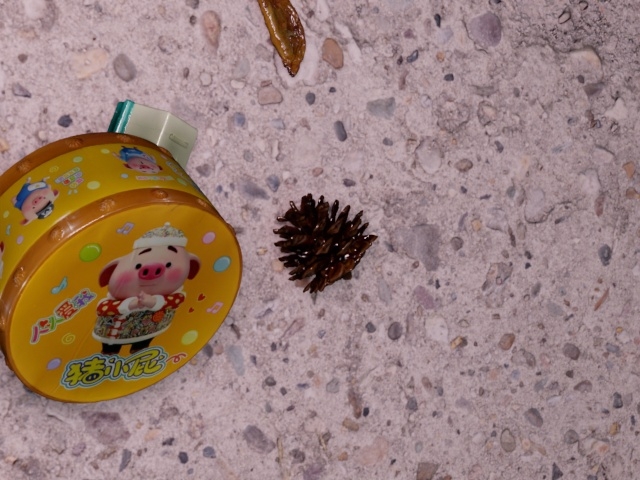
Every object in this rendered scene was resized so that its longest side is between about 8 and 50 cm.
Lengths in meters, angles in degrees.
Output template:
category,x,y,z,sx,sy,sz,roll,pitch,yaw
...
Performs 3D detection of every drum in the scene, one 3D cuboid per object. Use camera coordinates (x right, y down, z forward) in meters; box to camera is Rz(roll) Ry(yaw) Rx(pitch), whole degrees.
category,x,y,z,sx,sy,sz,roll,pitch,yaw
drum,-0.355,0.049,1.501,0.431,0.214,0.431,-25,139,-24

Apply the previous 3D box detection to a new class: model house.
category,x,y,z,sx,sy,sz,roll,pitch,yaw
model house,-0.319,-0.188,1.648,0.101,0.148,0.127,-69,159,-3

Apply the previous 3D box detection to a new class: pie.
category,x,y,z,sx,sy,sz,roll,pitch,yaw
pie,-0.072,-0.419,1.792,0.088,0.033,0.191,-34,107,-35

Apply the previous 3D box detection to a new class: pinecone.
category,x,y,z,sx,sy,sz,roll,pitch,yaw
pinecone,0.000,0.000,1.784,0.207,0.207,0.208,-3,96,-25
